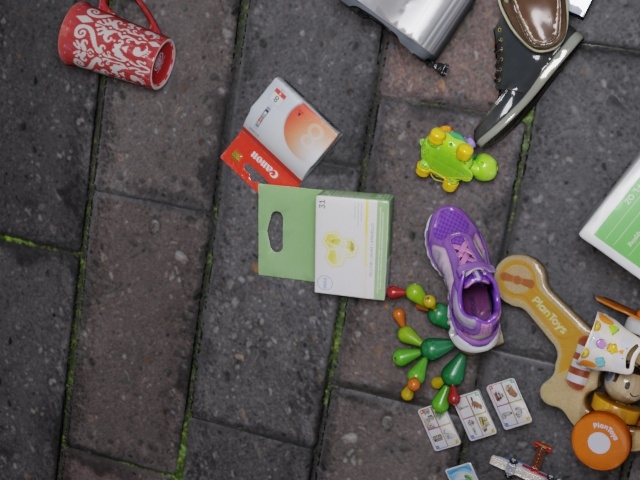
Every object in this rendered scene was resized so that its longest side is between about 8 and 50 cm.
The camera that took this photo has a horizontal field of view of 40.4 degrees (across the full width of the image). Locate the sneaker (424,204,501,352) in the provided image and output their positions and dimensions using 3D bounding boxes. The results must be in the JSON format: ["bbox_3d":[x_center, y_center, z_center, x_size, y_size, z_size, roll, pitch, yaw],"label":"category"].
[{"bbox_3d":[0.226,0.048,1.330,0.095,0.104,0.236,-12,70,-2],"label":"sneaker"}]

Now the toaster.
[{"bbox_3d":[0.141,-0.373,1.320,0.227,0.129,0.146,38,104,10],"label":"toaster"}]

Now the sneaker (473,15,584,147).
[{"bbox_3d":[0.284,-0.253,1.325,0.118,0.083,0.222,41,96,13],"label":"sneaker"}]

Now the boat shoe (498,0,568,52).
[{"bbox_3d":[0.287,-0.395,1.233,0.095,0.095,0.257,-17,88,14],"label":"boat shoe"}]

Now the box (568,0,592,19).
[{"bbox_3d":[0.369,-0.467,1.283,0.159,0.044,0.233,27,104,12],"label":"box"}]

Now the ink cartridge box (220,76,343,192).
[{"bbox_3d":[-0.073,-0.160,1.454,0.145,0.045,0.179,43,104,7],"label":"ink cartridge box"}]

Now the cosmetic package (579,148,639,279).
[{"bbox_3d":[0.574,0.020,1.231,0.365,0.155,0.197,36,104,10],"label":"cosmetic package"}]

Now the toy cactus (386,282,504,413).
[{"bbox_3d":[0.201,0.165,1.396,0.180,0.112,0.219,-14,83,7],"label":"toy cactus"}]

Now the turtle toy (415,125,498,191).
[{"bbox_3d":[0.214,-0.129,1.359,0.130,0.066,0.095,31,139,11],"label":"turtle toy"}]

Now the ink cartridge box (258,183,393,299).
[{"bbox_3d":[0.000,0.000,1.438,0.235,0.056,0.171,6,107,13],"label":"ink cartridge box"}]

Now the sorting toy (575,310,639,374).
[{"bbox_3d":[0.416,0.153,1.238,0.075,0.045,0.083,22,91,13],"label":"sorting toy"}]

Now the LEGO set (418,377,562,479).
[{"bbox_3d":[0.292,0.358,1.426,0.182,0.060,0.244,-26,86,28],"label":"LEGO set"}]

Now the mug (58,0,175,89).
[{"bbox_3d":[-0.338,-0.341,1.470,0.169,0.113,0.150,21,116,9],"label":"mug"}]

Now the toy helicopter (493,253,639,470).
[{"bbox_3d":[0.408,0.149,1.314,0.235,0.140,0.355,-48,70,23],"label":"toy helicopter"}]
